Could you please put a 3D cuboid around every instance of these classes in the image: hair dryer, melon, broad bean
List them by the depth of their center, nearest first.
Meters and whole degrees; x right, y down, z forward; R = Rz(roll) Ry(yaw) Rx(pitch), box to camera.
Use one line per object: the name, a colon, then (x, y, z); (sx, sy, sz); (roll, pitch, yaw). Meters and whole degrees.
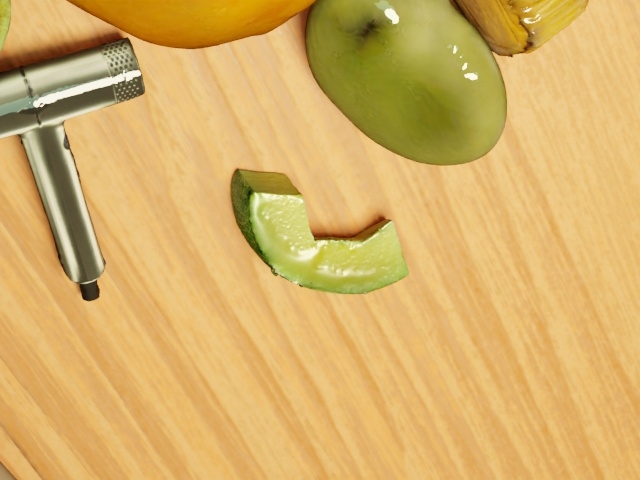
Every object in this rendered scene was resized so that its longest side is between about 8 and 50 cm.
broad bean: (0.081, -0.172, 1.521); (0.189, 0.121, 0.263); (-13, 121, 35)
hair dryer: (-0.325, -0.045, 1.525); (0.320, 0.156, 0.284); (-9, 105, -12)
melon: (0.000, 0.000, 1.634); (0.210, 0.064, 0.118); (10, 108, -14)

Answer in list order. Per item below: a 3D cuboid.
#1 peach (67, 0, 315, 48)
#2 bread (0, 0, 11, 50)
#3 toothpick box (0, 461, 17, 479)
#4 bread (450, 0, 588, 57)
peach: (-0.112, -0.340, 1.332); (0.343, 0.301, 0.342); (7, 115, 15)
bread: (-0.404, -0.224, 1.432); (0.229, 0.033, 0.228); (2, 75, -7)
toothpick box: (-0.396, 0.281, 1.683); (0.111, 0.111, 0.180); (-33, 115, 8)
bread: (0.173, -0.279, 1.457); (0.104, 0.199, 0.199); (-37, 115, -8)
